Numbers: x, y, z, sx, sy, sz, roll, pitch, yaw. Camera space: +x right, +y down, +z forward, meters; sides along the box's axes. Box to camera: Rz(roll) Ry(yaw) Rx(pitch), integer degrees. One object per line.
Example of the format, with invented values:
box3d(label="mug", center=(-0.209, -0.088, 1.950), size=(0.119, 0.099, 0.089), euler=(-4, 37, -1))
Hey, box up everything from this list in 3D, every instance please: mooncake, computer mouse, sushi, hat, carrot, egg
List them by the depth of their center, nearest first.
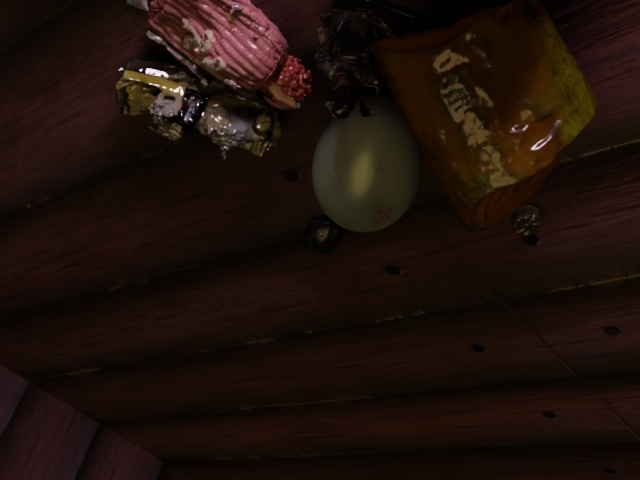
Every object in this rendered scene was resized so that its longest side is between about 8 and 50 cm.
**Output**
box3d(label="carrot", center=(0.242, -0.174, 1.195), size=(0.241, 0.241, 0.340), euler=(-18, 112, 44))
box3d(label="hat", center=(-0.138, -0.300, 1.377), size=(0.286, 0.107, 0.237), euler=(36, 155, -16))
box3d(label="mooncake", center=(0.368, -0.119, 1.447), size=(0.150, 0.057, 0.347), euler=(-15, 147, 12))
box3d(label="egg", center=(0.078, -0.126, 1.457), size=(0.183, 0.183, 0.264), euler=(15, 140, 7))
box3d(label="sushi", center=(-0.213, -0.217, 1.527), size=(0.291, 0.131, 0.139), euler=(14, 147, -7))
box3d(label="computer mouse", center=(0.000, 0.000, 1.814), size=(0.079, 0.047, 0.135), euler=(26, 149, -8))

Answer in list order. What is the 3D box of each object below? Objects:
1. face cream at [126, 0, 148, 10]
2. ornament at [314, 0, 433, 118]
box3d(label="face cream", center=(-0.288, -0.404, 1.379), size=(0.038, 0.020, 0.115), euler=(19, 149, -1))
box3d(label="ornament", center=(0.048, -0.239, 1.291), size=(0.166, 0.196, 0.153), euler=(20, 147, 1))
